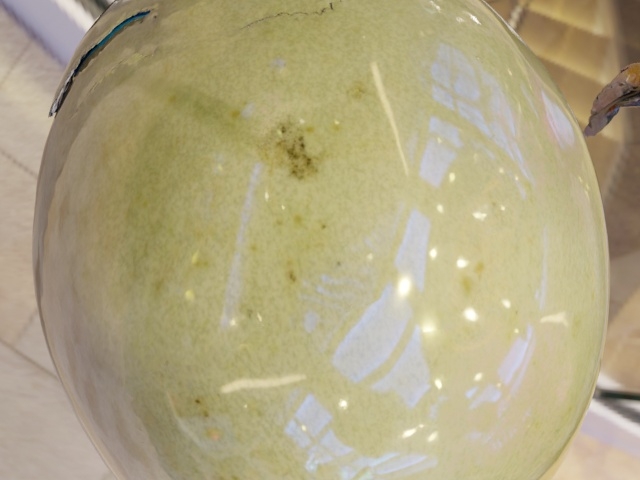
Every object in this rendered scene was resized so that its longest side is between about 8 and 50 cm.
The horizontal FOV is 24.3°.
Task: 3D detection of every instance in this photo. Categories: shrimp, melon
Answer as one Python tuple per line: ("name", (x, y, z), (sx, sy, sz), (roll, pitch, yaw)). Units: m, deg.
("shrimp", (0.319, -0.077, 1.408), (0.046, 0.152, 0.219), (-51, 154, -35))
("melon", (0.000, 0.000, 0.713), (0.268, 0.268, 0.330), (8, 47, -29))
